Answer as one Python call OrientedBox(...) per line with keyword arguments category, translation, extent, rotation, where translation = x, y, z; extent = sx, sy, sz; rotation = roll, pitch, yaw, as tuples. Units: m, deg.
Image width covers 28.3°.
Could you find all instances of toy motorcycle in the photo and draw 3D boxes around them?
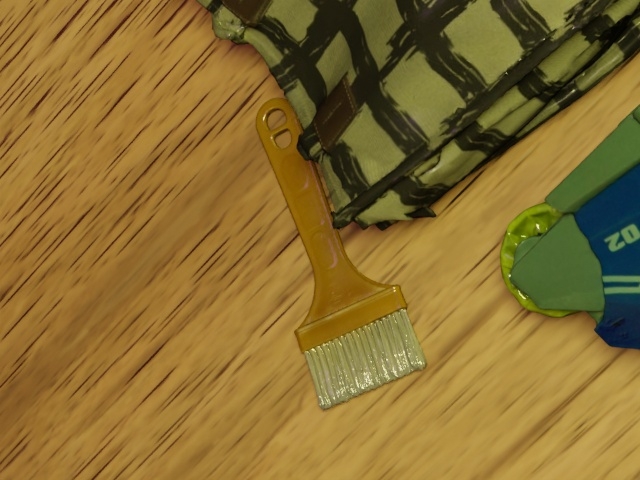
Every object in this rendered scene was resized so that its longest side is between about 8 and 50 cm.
OrientedBox(category="toy motorcycle", translation=(0.283, -0.023, 0.880), extent=(0.200, 0.191, 0.326), rotation=(51, 120, 16))

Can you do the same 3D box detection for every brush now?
OrientedBox(category="brush", translation=(0.000, 0.000, 1.081), extent=(0.103, 0.013, 0.272), rotation=(-26, 74, 19))

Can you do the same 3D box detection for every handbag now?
OrientedBox(category="handbag", translation=(0.074, -0.212, 0.992), extent=(0.327, 0.162, 0.325), rotation=(-40, 69, 21))
